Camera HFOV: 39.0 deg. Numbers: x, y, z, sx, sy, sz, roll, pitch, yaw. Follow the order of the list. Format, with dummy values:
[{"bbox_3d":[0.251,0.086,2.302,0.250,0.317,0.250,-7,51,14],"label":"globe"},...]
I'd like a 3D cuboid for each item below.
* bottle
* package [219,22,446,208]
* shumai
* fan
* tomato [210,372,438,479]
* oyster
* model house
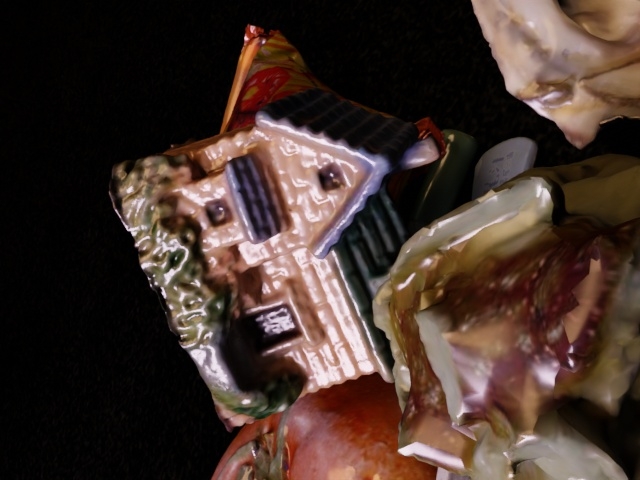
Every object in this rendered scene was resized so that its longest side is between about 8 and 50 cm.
[{"bbox_3d":[0.089,-0.039,0.666,0.030,0.030,0.083,21,89,58],"label":"bottle"},{"bbox_3d":[-0.017,-0.045,0.754,0.288,0.108,0.223,45,116,45],"label":"package"},{"bbox_3d":[0.108,0.065,0.413,0.189,0.218,0.256,-34,48,34],"label":"shumai"},{"bbox_3d":[0.099,0.054,0.577,0.057,0.023,0.282,-19,47,51],"label":"fan"},{"bbox_3d":[-0.011,0.194,0.610,0.237,0.095,0.237,-34,44,41],"label":"tomato"},{"bbox_3d":[0.180,-0.172,0.555,0.275,0.100,0.271,-26,52,30],"label":"oyster"},{"bbox_3d":[0.000,0.000,0.566,0.172,0.183,0.166,-18,10,13],"label":"model house"}]
